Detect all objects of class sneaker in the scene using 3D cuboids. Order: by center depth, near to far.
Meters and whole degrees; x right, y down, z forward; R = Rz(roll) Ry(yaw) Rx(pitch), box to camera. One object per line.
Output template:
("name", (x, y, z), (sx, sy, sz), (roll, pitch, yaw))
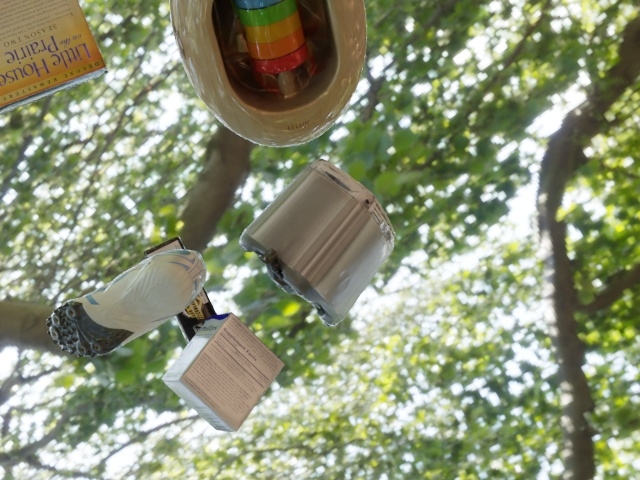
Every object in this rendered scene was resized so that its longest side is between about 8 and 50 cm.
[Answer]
("sneaker", (-0.241, 0.080, 1.164), (0.085, 0.237, 0.086), (63, -158, -6))

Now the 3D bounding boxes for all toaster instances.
("toaster", (0.000, 0.000, 1.136), (0.129, 0.146, 0.227), (36, 172, 26))

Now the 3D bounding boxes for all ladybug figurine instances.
("ladybug figurine", (-0.086, -0.366, 1.490), (0.162, 0.305, 0.449), (-108, 7, -52))

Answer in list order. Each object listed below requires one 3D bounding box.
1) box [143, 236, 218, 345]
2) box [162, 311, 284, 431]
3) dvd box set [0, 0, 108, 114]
("box", (-0.212, 0.153, 1.639), (0.293, 0.073, 0.295), (65, 170, 4))
("box", (-0.149, 0.202, 1.431), (0.126, 0.072, 0.137), (47, -119, -18))
("dvd box set", (-0.606, -0.446, 1.674), (0.062, 0.307, 0.421), (173, 73, -82))
